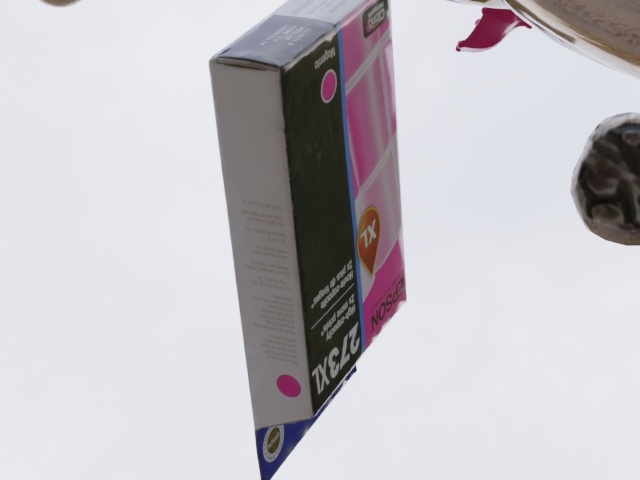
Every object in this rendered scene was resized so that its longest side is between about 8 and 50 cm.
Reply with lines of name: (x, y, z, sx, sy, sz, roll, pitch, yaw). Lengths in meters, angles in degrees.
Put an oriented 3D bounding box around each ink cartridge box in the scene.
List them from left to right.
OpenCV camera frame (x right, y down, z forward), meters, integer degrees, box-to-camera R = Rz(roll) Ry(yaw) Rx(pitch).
ink cartridge box: (0.000, 0.000, 1.130, 0.069, 0.176, 0.371, 13, -56, 24)

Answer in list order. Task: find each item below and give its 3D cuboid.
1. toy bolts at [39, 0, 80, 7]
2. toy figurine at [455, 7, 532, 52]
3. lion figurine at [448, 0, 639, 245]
toy bolts: (-0.219, -0.331, 1.326, 0.228, 0.218, 0.158, -37, -61, 5)
toy figurine: (0.062, -0.181, 0.901, 0.159, 0.173, 0.130, 28, -68, -38)
lion figurine: (0.117, -0.086, 0.449, 0.240, 0.392, 0.142, -1, -50, -51)
